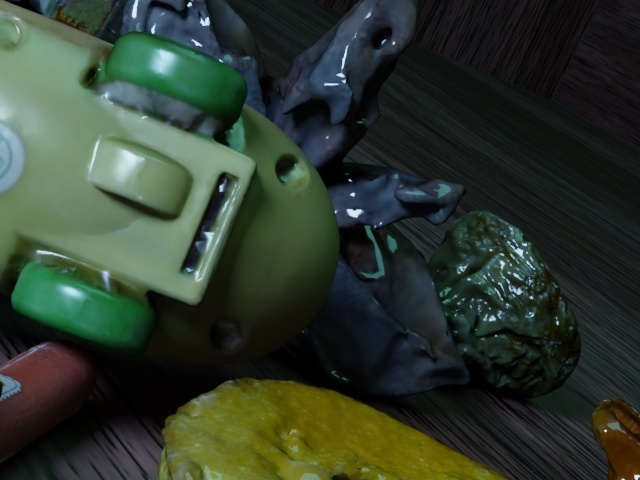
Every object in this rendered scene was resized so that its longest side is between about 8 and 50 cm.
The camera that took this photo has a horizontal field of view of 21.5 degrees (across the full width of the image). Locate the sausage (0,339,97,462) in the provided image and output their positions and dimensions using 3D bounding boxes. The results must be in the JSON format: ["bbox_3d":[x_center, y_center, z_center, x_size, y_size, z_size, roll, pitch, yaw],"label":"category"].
[{"bbox_3d":[-0.126,0.068,0.579,0.034,0.034,0.253,27,11,7],"label":"sausage"}]

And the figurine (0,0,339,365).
[{"bbox_3d":[-0.144,-0.041,0.751,0.324,0.124,0.222,22,-3,-4],"label":"figurine"}]

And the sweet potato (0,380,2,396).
[{"bbox_3d":[-0.196,0.010,0.577,0.077,0.077,0.244,13,15,-47],"label":"sweet potato"}]

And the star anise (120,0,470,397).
[{"bbox_3d":[-0.024,-0.037,0.884,0.198,0.257,0.110,6,35,19],"label":"star anise"}]

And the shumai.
[{"bbox_3d":[0.094,0.053,1.019,0.124,0.087,0.099,62,-26,-8],"label":"shumai"}]

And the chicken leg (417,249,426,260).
[{"bbox_3d":[0.002,0.004,1.049,0.219,0.048,0.089,34,-16,51],"label":"chicken leg"}]

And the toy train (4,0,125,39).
[{"bbox_3d":[-0.287,-0.292,1.589,0.177,0.134,0.261,25,9,-48],"label":"toy train"}]

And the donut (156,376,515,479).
[{"bbox_3d":[0.019,0.119,0.598,0.178,0.065,0.162,33,18,26],"label":"donut"}]

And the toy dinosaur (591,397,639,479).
[{"bbox_3d":[0.232,0.184,0.696,0.208,0.097,0.432,27,11,-49],"label":"toy dinosaur"}]
